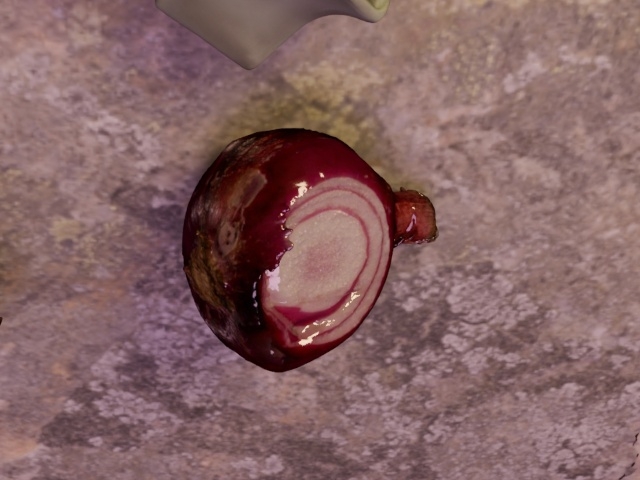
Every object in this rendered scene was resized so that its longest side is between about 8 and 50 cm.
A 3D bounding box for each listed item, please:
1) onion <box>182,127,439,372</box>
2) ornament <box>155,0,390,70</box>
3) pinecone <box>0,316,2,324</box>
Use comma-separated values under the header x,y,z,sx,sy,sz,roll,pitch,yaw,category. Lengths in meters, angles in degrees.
x,y,z,sx,sy,sz,roll,pitch,yaw,category
-0.011,-0.006,0.804,0.198,0.135,0.173,-18,127,-42,onion
0.014,-0.204,0.604,0.130,0.120,0.285,17,132,-21,ornament
-0.340,0.075,0.815,0.204,0.179,0.184,33,118,3,pinecone
